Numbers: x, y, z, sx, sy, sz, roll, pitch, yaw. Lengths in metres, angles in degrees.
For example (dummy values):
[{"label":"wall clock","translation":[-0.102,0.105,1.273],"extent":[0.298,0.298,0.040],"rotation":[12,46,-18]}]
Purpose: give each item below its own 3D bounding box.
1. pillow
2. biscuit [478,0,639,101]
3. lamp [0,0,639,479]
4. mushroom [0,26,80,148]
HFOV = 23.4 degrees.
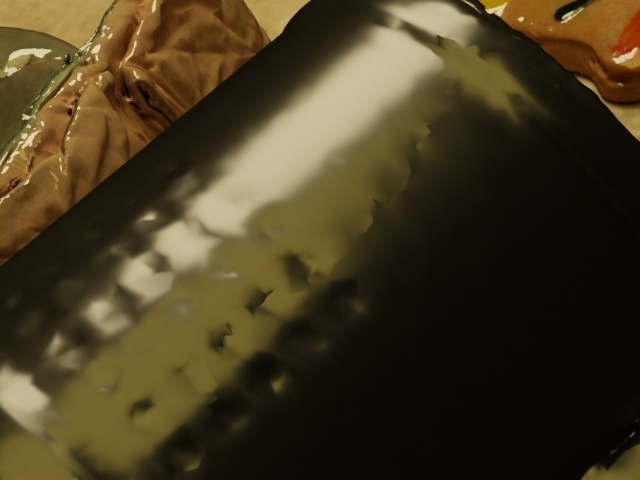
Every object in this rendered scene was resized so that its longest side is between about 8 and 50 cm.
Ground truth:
[{"label":"pillow","translation":[-0.070,-0.034,0.669],"extent":[0.043,0.126,0.232],"rotation":[-13,35,33]},{"label":"biscuit","translation":[0.105,-0.138,0.842],"extent":[0.250,0.036,0.165],"rotation":[12,47,37]},{"label":"lamp","translation":[-0.016,0.053,0.508],"extent":[0.272,0.205,0.374],"rotation":[-26,51,-7]},{"label":"mushroom","translation":[-0.204,-0.033,0.712],"extent":[0.243,0.243,0.243],"rotation":[-14,37,11]}]
